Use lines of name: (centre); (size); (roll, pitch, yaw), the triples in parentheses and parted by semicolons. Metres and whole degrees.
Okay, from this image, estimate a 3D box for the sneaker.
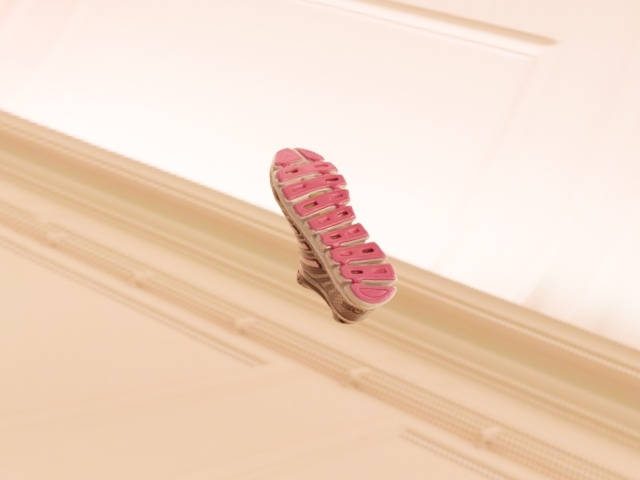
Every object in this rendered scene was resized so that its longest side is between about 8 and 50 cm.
sneaker: (0.000, 0.000, 1.052); (0.170, 0.063, 0.075); (58, -34, 25)
